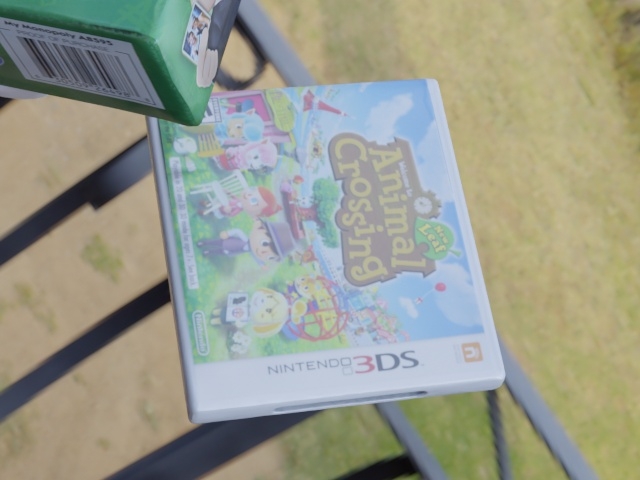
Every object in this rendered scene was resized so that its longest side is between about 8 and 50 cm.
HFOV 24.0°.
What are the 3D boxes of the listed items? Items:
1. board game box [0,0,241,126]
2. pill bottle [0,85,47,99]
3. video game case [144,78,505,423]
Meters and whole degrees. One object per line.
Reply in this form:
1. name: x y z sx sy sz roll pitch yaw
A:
1. board game box: -0.151 -0.162 0.408 0.046 0.317 0.214 69 36 -66
2. pill bottle: -0.175 -0.167 0.888 0.086 0.086 0.152 29 69 -44
3. video game case: 0.000 0.000 0.932 0.193 0.023 0.212 -5 66 -13
